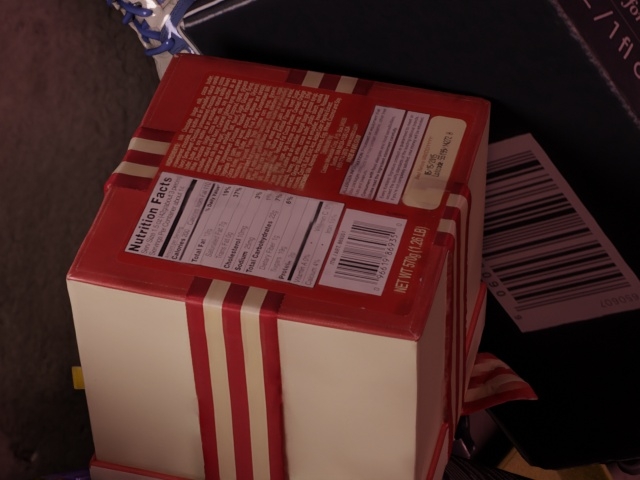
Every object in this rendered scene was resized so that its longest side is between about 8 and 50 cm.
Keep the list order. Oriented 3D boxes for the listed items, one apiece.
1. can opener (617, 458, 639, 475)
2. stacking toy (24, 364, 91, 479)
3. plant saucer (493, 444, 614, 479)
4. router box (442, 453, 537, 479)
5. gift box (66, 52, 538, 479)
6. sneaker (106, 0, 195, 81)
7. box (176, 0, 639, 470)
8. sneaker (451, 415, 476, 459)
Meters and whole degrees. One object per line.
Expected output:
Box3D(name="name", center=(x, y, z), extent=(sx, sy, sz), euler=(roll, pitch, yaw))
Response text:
Box3D(name="can opener", center=(0.289, 0.068, 1.793), extent=(0.093, 0.074, 0.280), euler=(58, 46, -65))
Box3D(name="stacking toy", center=(-0.208, 0.175, 1.357), extent=(0.221, 0.052, 0.167), euler=(-7, 93, -36))
Box3D(name="plant saucer", center=(0.183, 0.258, 1.687), extent=(0.188, 0.045, 0.188), euler=(-45, 114, -34))
Box3D(name="router box", center=(0.070, 0.311, 1.468), extent=(0.243, 0.081, 0.309), euler=(20, 104, -36))
Box3D(name="gift box", center=(-0.002, 0.065, 1.291), extent=(0.258, 0.276, 0.255), euler=(90, 20, -46))
Box3D(name="sneaker", center=(-0.138, -0.205, 1.433), extent=(0.131, 0.112, 0.296), euler=(-15, 90, -28))
Box3D(name="box", center=(0.224, -0.168, 1.485), extent=(0.480, 0.297, 0.472), euler=(50, 47, -24))
Box3D(name="sneaker", center=(0.036, 0.178, 1.497), extent=(0.235, 0.153, 0.094), euler=(-37, 107, -37))
